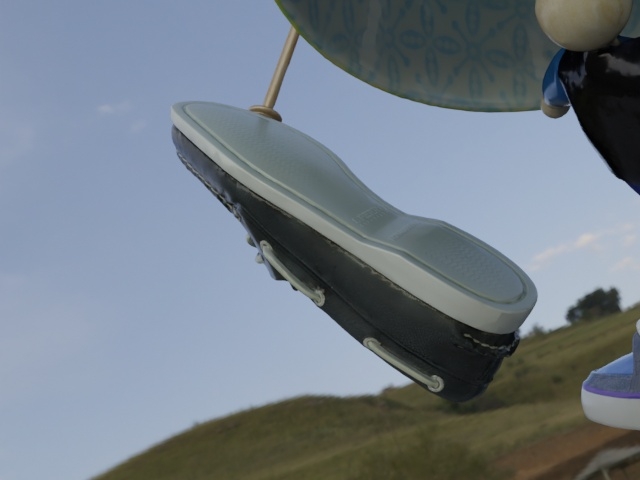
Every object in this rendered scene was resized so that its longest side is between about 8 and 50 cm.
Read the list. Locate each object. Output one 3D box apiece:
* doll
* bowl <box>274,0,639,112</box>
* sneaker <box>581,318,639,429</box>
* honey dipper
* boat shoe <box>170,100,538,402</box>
[{"bbox_3d":[0.146,-0.048,0.395,0.046,0.129,0.189,-46,-55,0],"label":"doll"},{"bbox_3d":[0.104,-0.213,0.408,0.289,0.156,0.289,-4,-33,-3],"label":"bowl"},{"bbox_3d":[0.340,0.022,0.709,0.130,0.237,0.322,-3,-10,-40],"label":"sneaker"},{"bbox_3d":[-0.033,-0.144,0.738,0.030,0.161,0.030,15,-18,5],"label":"honey dipper"},{"bbox_3d":[0.000,0.000,0.613,0.114,0.302,0.091,-16,-45,-50],"label":"boat shoe"}]
